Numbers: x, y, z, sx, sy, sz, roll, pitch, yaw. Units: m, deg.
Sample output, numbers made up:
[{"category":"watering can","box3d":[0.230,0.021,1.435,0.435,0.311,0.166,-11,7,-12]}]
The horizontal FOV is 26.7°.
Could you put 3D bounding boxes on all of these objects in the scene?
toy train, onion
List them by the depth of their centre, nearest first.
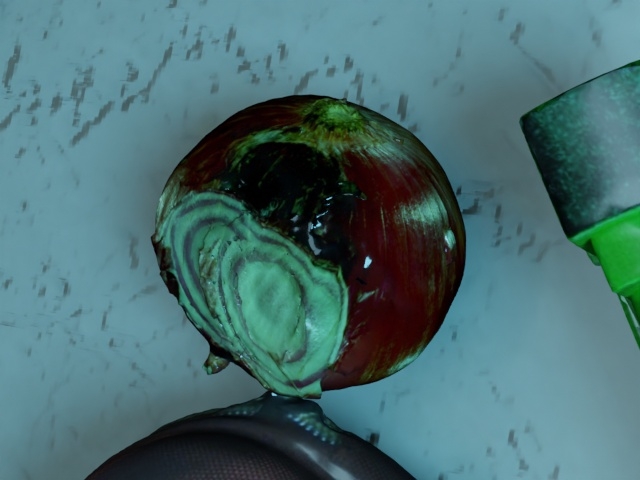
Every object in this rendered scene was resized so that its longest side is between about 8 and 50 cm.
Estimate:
[{"category":"toy train","box3d":[0.141,0.061,0.426,0.085,0.119,0.251,-25,72,19]},{"category":"onion","box3d":[0.000,0.000,0.506,0.117,0.118,0.118,42,101,20]}]

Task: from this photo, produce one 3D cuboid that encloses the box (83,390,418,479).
[{"category":"box","box3d":[0.030,0.245,0.456,0.404,0.108,0.263,39,99,24]}]
